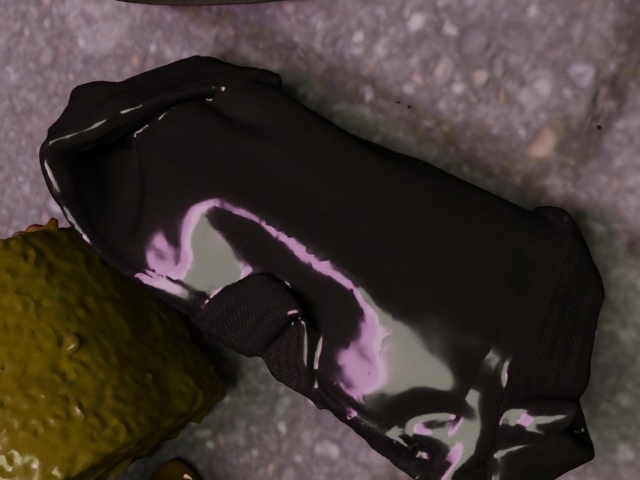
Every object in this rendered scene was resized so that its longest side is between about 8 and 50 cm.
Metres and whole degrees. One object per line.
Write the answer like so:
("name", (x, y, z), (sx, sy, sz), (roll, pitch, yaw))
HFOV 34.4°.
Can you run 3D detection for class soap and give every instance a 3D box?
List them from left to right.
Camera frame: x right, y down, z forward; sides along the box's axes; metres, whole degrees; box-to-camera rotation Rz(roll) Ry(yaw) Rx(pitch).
("soap", (-0.101, 0.168, 0.625), (0.034, 0.012, 0.089), (43, 112, 14))

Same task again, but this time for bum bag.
("bum bag", (0.000, 0.000, 0.511), (0.326, 0.079, 0.142), (32, 74, 20))

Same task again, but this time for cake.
("cake", (-0.196, 0.105, 0.570), (0.260, 0.179, 0.156), (-38, 79, 23))

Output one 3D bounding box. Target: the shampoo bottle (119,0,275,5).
("shampoo bottle", (-0.064, -0.240, 0.514), (0.118, 0.087, 0.234), (4, 98, 28))
